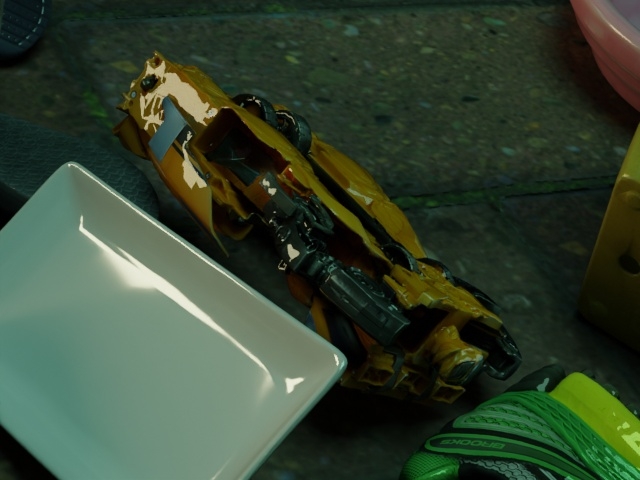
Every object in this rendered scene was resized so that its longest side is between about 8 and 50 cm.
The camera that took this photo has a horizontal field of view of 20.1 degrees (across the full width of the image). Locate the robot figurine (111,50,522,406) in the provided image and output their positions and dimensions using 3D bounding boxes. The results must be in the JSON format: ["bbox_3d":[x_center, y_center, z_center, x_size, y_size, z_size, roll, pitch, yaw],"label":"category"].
[{"bbox_3d":[0.000,0.000,1.132,0.211,0.085,0.291,19,24,-52],"label":"robot figurine"}]

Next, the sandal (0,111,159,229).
[{"bbox_3d":[-0.207,-0.042,1.172,0.254,0.054,0.097,25,30,26],"label":"sandal"}]

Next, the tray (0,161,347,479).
[{"bbox_3d":[-0.110,0.064,0.997,0.145,0.030,0.270,-49,48,-8],"label":"tray"}]

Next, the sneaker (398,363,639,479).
[{"bbox_3d":[0.174,0.210,0.950,0.146,0.134,0.343,-23,43,-32],"label":"sneaker"}]

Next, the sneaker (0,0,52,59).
[{"bbox_3d":[-0.235,-0.186,1.340,0.053,0.059,0.144,32,44,-34],"label":"sneaker"}]

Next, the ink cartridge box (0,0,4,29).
[{"bbox_3d":[-0.283,-0.186,1.271,0.062,0.104,0.181,-8,43,-29],"label":"ink cartridge box"}]

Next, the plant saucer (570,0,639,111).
[{"bbox_3d":[0.360,-0.165,1.514,0.332,0.084,0.332,10,37,-8],"label":"plant saucer"}]

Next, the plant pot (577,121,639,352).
[{"bbox_3d":[0.292,-0.011,1.207,0.212,0.212,0.187,33,52,20],"label":"plant pot"}]
